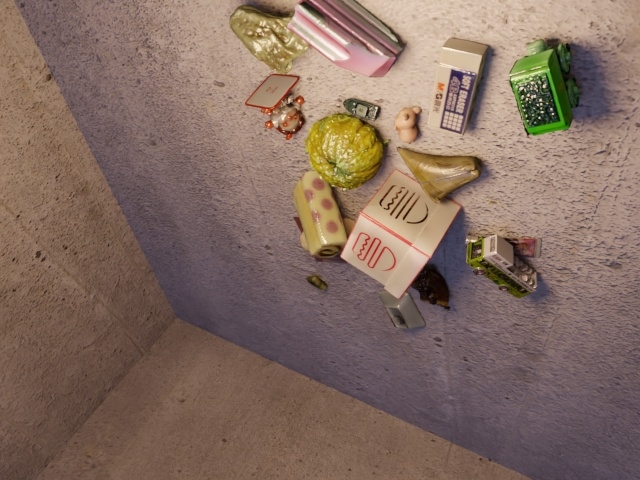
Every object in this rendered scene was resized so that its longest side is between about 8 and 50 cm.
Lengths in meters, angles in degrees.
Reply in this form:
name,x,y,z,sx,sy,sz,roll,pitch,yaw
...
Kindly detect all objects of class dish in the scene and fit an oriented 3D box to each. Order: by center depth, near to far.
name,x,y,z,sx,sy,sz,roll,pitch,yaw
dish,0.396,0.363,2.431,0.182,0.080,0.243,-4,129,41

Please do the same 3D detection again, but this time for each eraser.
name,x,y,z,sx,sy,sz,roll,pitch,yaw
eraser,0.417,-0.464,1.493,0.124,0.081,0.279,22,142,20

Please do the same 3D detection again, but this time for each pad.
name,x,y,z,sx,sy,sz,roll,pitch,yaw
pad,0.000,0.000,2.412,0.202,0.005,0.299,3,132,38

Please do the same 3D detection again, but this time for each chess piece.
name,x,y,z,sx,sy,sz,roll,pitch,yaw
chess piece,0.028,-0.011,2.266,0.300,0.167,0.167,-7,126,49

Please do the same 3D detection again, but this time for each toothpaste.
name,x,y,z,sx,sy,sz,roll,pitch,yaw
toothpaste,0.687,0.015,1.838,0.266,0.061,0.096,7,136,25

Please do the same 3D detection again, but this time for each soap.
name,x,y,z,sx,sy,sz,roll,pitch,yaw
soap,0.086,-0.628,1.489,0.324,0.193,0.109,36,146,-1

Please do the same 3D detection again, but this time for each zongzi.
name,x,y,z,sx,sy,sz,roll,pitch,yaw
zongzi,0.411,-0.278,1.698,0.256,0.115,0.228,53,138,-4
zongzi,-0.025,0.235,2.663,0.104,0.052,0.113,43,157,-19

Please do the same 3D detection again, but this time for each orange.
name,x,y,z,sx,sy,sz,roll,pitch,yaw
orange,0.081,-0.327,1.797,0.301,0.223,0.300,42,144,-13

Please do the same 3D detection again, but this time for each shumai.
name,x,y,z,sx,sy,sz,roll,pitch,yaw
shumai,-0.151,-0.710,1.611,0.261,0.225,0.222,35,119,-15

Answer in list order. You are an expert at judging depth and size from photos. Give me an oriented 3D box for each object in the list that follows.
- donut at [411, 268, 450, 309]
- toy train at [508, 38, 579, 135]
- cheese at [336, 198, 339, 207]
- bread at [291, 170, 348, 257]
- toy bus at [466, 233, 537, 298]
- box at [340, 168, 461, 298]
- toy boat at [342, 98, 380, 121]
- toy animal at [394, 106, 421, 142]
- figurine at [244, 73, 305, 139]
name,x,y,z,sx,sy,sz,roll,pitch,yaw
donut,0.492,0.217,2.170,0.126,0.144,0.187,1,162,46
toy train,0.607,-0.407,1.314,0.132,0.188,0.243,-4,129,43
cheese,0.043,-0.157,2.185,0.067,0.026,0.121,46,143,-13
bread,0.000,-0.105,2.047,0.187,0.155,0.338,-45,56,54
toy bus,0.689,0.099,1.821,0.302,0.113,0.139,32,143,-23
box,0.302,-0.028,1.878,0.300,0.314,0.312,33,144,10
toy boat,0.141,-0.471,1.735,0.141,0.060,0.055,26,119,22
toy animal,0.302,-0.394,1.671,0.089,0.083,0.150,4,146,19
figurine,-0.143,-0.486,1.869,0.160,0.183,0.226,21,155,35
